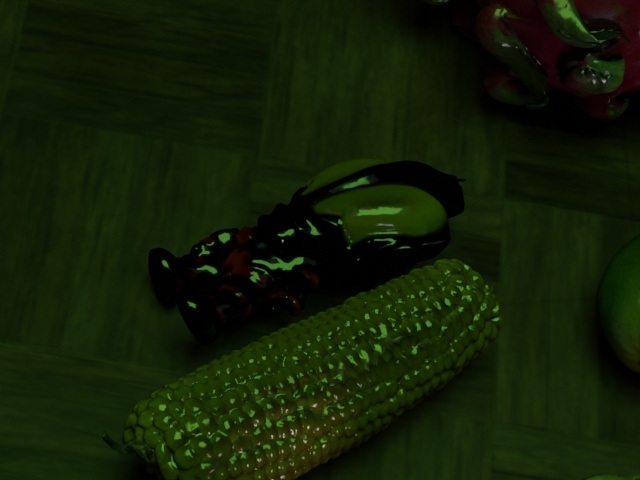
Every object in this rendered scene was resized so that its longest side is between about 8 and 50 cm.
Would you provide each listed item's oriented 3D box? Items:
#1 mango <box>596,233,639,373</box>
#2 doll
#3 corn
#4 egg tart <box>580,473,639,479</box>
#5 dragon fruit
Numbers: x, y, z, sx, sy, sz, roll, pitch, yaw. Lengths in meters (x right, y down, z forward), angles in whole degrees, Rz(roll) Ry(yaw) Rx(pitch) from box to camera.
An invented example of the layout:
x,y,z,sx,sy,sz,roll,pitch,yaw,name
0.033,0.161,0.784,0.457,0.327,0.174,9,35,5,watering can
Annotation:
x,y,z,sx,sy,sz,roll,pitch,yaw,name
0.293,0.035,1.354,0.191,0.085,0.122,-28,64,-24,mango
0.001,-0.001,1.321,0.248,0.088,0.127,-18,62,-17,doll
-0.004,0.105,1.247,0.310,0.101,0.101,-22,64,-28,corn
0.187,0.283,1.086,0.341,0.132,0.341,-10,54,14,egg tart
0.193,-0.215,1.446,0.273,0.218,0.198,41,15,21,dragon fruit
